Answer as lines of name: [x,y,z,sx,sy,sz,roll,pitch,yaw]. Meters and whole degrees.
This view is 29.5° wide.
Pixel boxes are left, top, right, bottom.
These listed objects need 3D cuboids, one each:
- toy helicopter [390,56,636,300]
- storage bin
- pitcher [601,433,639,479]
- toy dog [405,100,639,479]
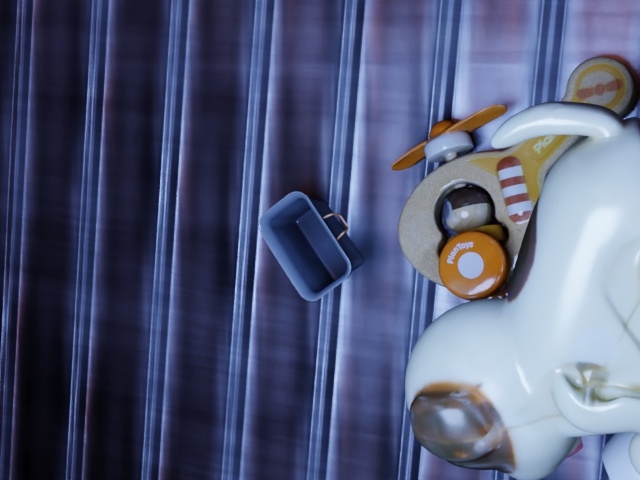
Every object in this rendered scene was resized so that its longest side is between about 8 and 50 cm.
toy helicopter: [0.236,-0.097,1.504,0.355,0.140,0.235,-46,68,9]
storage bin: [0.000,0.000,1.612,0.098,0.091,0.135,-37,81,22]
pitcher: [0.455,0.273,1.434,0.207,0.125,0.177,-24,100,12]
toy dog: [0.268,0.095,1.291,0.395,0.284,0.408,37,112,-17]
